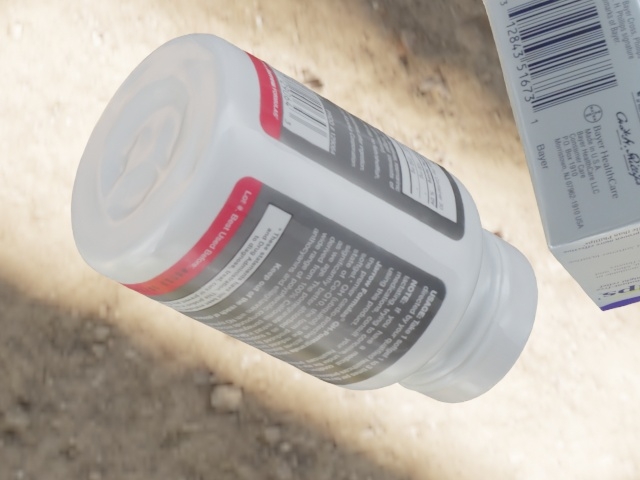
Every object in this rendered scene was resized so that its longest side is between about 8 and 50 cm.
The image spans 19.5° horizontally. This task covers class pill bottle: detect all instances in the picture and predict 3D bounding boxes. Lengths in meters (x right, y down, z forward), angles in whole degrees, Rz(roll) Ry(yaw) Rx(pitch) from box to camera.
[{"bbox_3d":[0.000,0.000,1.303,0.318,0.176,0.176,28,114,-34],"label":"pill bottle"}]

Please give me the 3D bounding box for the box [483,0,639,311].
[{"bbox_3d":[0.137,-0.046,0.866,0.072,0.126,0.137,-17,162,14],"label":"box"}]
